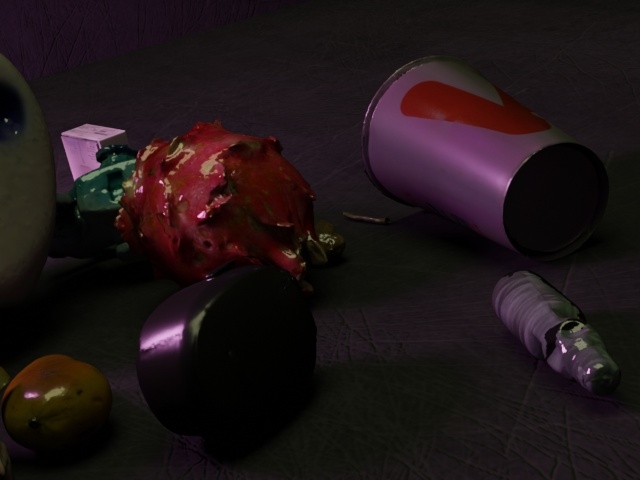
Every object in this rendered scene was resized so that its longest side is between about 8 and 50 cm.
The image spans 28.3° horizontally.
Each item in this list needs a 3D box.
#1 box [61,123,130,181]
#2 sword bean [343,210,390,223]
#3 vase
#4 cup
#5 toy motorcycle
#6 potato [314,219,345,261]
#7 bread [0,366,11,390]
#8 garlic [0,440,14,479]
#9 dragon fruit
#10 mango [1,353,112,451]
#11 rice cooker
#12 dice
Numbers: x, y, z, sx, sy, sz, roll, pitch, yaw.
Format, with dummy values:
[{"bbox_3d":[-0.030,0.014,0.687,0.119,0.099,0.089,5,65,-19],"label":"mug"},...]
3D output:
[{"bbox_3d":[-0.321,-0.100,1.883,0.051,0.129,0.130,-25,22,-29],"label":"box"},{"bbox_3d":[0.058,-0.029,1.619,0.012,0.012,0.083,-27,24,-36],"label":"sword bean"},{"bbox_3d":[0.211,0.084,1.121,0.060,0.059,0.211,-15,20,-8],"label":"vase"},{"bbox_3d":[0.195,-0.088,1.463,0.203,0.203,0.288,-18,26,-16],"label":"cup"},{"bbox_3d":[-0.248,-0.038,1.625,0.260,0.154,0.206,-14,-17,-1],"label":"toy motorcycle"},{"bbox_3d":[0.000,0.000,1.522,0.047,0.045,0.092,20,12,-20],"label":"potato"},{"bbox_3d":[-0.485,0.040,1.072,0.245,0.361,0.233,0,33,32],"label":"bread"},{"bbox_3d":[-0.332,0.216,0.983,0.198,0.128,0.090,-12,34,-5],"label":"garlic"},{"bbox_3d":[-0.099,-0.026,1.430,0.268,0.205,0.210,30,80,33],"label":"dragon fruit"},{"bbox_3d":[-0.251,0.150,1.207,0.103,0.076,0.161,-21,17,-11],"label":"mango"},{"bbox_3d":[-0.082,0.097,1.153,0.118,0.142,0.203,-16,11,30],"label":"rice cooker"},{"bbox_3d":[-0.492,-0.058,1.474,0.304,0.304,0.277,-12,-10,41],"label":"dice"}]
